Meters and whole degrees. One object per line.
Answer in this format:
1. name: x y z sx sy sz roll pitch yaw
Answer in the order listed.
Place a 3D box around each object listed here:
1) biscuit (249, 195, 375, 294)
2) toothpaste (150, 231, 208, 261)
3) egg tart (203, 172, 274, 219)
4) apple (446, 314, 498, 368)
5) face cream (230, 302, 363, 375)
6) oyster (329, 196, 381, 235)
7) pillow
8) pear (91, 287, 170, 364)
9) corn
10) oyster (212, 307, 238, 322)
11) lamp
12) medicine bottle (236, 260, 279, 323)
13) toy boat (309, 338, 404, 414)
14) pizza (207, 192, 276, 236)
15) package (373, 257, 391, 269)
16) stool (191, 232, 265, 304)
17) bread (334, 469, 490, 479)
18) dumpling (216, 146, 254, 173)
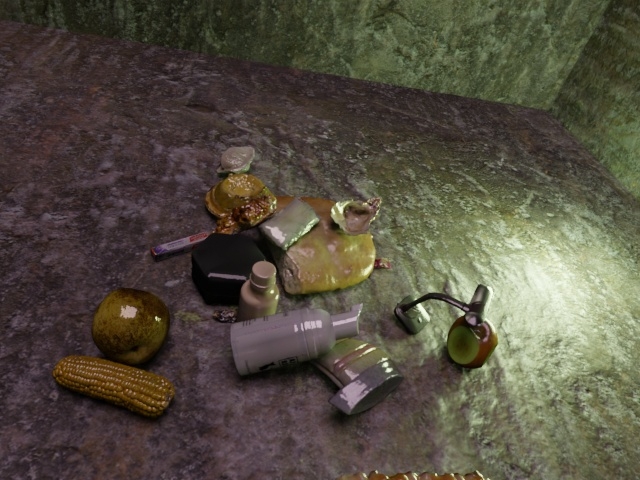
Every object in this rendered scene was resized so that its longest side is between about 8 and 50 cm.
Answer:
1. biscuit: 0.000 -0.001 1.614 0.446 0.104 0.429 -1 48 -25
2. toothpaste: -0.482 0.018 1.525 0.196 0.040 0.047 -20 54 -35
3. egg tart: -0.314 -0.176 1.740 0.290 0.115 0.290 8 40 -6
4. apple: 0.477 0.312 1.400 0.163 0.147 0.146 -28 56 -37
5. face cream: -0.051 0.260 1.221 0.369 0.145 0.145 -12 44 -2
6. oyster: 0.136 -0.088 1.646 0.232 0.107 0.161 -34 82 -39
7. pillow: -0.102 -0.062 1.526 0.128 0.051 0.229 39 50 10
8. pear: -0.500 0.230 1.167 0.197 0.197 0.197 8 41 -7
9. corn: -0.510 0.350 1.099 0.312 0.102 0.102 18 41 5
10. oyster: -0.290 0.228 1.361 0.083 0.019 0.054 -3 44 -20
11. lamp: 0.400 0.198 1.429 0.203 0.283 0.125 -30 96 -42
12. medicine bottle: -0.178 0.169 1.283 0.114 0.252 0.114 9 42 -8
13. toy boat: 0.098 0.357 1.275 0.276 0.111 0.293 -2 33 -29
14. pizza: -0.280 -0.074 1.531 0.086 0.305 0.161 58 20 -13
15. package: 0.224 0.084 1.671 0.083 0.029 0.059 1 47 1
16. stool: -0.296 0.092 1.420 0.232 0.141 0.232 9 40 -8
17. bread: 0.195 0.669 0.815 0.371 0.279 0.390 5 42 -9
18. dumpling: -0.361 -0.336 1.917 0.176 0.092 0.150 -14 45 -28
